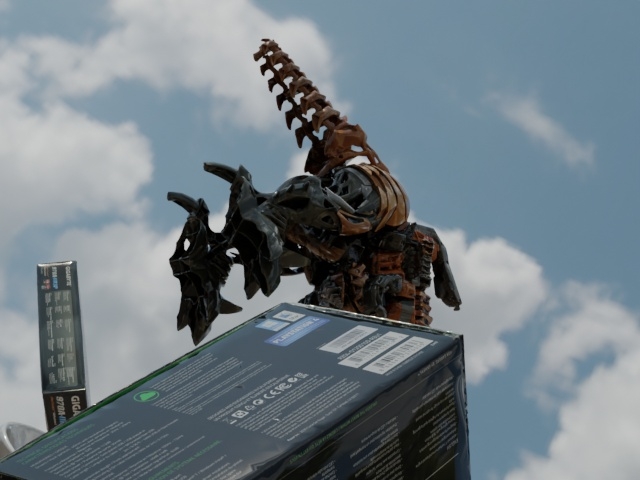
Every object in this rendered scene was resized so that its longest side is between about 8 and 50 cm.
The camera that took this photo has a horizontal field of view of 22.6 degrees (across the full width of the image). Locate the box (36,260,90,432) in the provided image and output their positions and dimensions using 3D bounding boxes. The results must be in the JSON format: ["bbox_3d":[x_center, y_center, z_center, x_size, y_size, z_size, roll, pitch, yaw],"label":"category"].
[{"bbox_3d":[-0.294,0.159,1.853,0.051,0.220,0.175,-6,-50,-8],"label":"box"}]

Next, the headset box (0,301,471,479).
[{"bbox_3d":[-0.030,0.212,0.872,0.131,0.246,0.283,9,-66,36],"label":"headset box"}]

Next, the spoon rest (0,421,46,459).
[{"bbox_3d":[-0.174,0.230,1.392,0.276,0.084,0.137,41,-1,-43],"label":"spoon rest"}]

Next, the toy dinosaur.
[{"bbox_3d":[0.000,0.000,1.294,0.322,0.218,0.164,59,-37,30],"label":"toy dinosaur"}]
